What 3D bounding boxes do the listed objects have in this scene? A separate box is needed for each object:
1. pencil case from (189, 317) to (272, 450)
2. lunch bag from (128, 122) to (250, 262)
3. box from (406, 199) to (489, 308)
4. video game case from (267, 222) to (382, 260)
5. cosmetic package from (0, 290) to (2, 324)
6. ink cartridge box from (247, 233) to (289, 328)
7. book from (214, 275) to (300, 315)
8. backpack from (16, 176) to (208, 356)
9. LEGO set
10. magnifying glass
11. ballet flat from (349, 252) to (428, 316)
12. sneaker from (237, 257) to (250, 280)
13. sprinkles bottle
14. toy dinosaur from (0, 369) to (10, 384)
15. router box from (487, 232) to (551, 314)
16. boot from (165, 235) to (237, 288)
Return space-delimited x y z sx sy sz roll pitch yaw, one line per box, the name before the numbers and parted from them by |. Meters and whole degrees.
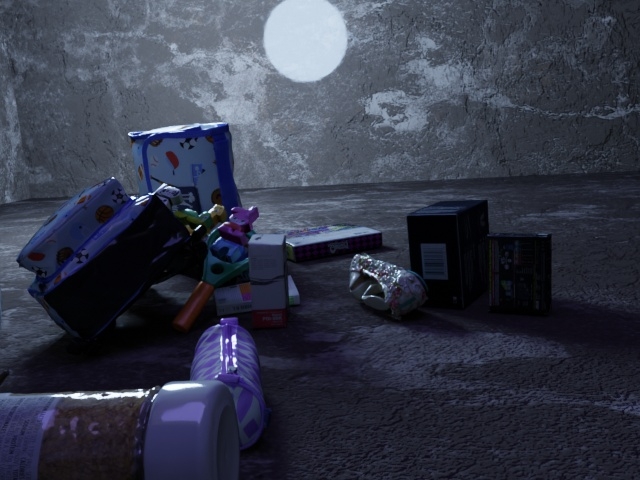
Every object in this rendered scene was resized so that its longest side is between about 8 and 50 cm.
pencil case | -0.106 0.156 0.770 0.086 0.088 0.206 -4 9 -9
lunch bag | -0.310 -0.120 1.692 0.238 0.328 0.385 -16 16 -29
box | 0.222 0.018 1.179 0.093 0.156 0.158 1 11 32
video game case | 0.000 0.000 1.687 0.232 0.042 0.210 -9 12 -25
cosmetic package | -0.633 0.122 1.256 0.098 0.061 0.239 -7 10 -22
ink cartridge box | -0.082 0.063 1.123 0.056 0.135 0.099 -2 11 1
book | -0.115 0.100 1.233 0.144 0.035 0.096 -7 14 -10
backpack | -0.364 0.035 1.132 0.276 0.213 0.263 -43 11 -27
LEGO set | -0.183 -0.036 1.175 0.227 0.087 0.093 20 52 30
magnifying glass | -0.178 0.057 1.165 0.092 0.026 0.231 21 54 11
ballet flat | 0.092 0.074 1.166 0.077 0.091 0.241 -39 15 -13
sneaker | -0.135 0.064 1.400 0.076 0.065 0.166 -20 6 7
sprinkles bottle | -0.250 0.185 0.577 0.355 0.121 0.121 -4 10 5
toy dinosaur | -0.482 0.197 0.862 0.183 0.053 0.092 -2 -8 -30
router box | 0.305 0.050 1.066 0.092 0.123 0.038 2 8 28
boot | -0.271 0.050 1.333 0.228 0.263 0.091 22 55 4
